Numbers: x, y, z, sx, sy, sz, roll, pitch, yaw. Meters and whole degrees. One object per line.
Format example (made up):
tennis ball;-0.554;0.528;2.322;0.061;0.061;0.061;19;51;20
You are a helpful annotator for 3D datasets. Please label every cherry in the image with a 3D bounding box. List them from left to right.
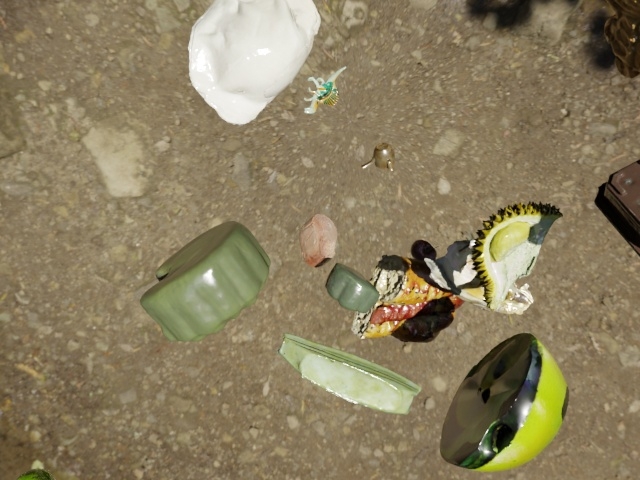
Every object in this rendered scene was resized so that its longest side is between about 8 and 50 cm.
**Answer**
cherry;0.405;0.050;1.898;0.087;0.126;0.106;-43;61;-7

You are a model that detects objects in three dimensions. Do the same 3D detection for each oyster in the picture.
oyster;0.474;0.115;1.482;0.276;0.100;0.270;-13;65;8

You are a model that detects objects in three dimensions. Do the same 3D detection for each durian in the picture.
durian;0.477;0.026;1.256;0.167;0.172;0.306;26;101;19

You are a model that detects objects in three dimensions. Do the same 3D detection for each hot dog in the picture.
hot dog;0.351;0.232;1.782;0.366;0.196;0.367;7;126;-27

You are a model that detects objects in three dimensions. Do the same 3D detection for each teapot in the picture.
teapot;0.180;-0.249;1.505;0.111;0.085;0.080;-21;135;-2

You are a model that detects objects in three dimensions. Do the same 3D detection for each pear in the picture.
pear;0.495;0.443;1.261;0.165;0.399;0.398;33;104;4

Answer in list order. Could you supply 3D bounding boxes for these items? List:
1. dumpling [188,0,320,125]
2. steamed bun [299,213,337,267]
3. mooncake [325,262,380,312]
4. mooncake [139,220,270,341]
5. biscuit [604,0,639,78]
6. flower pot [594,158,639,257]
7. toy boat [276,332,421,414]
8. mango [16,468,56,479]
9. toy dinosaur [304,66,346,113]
dumpling;-0.168;-0.480;1.188;0.260;0.181;0.341;37;111;-24
steamed bun;0.000;0.000;1.702;0.107;0.145;0.174;5;63;-29
mooncake;0.098;0.147;1.491;0.169;0.175;0.104;27;100;5
mooncake;-0.296;0.105;1.298;0.352;0.351;0.187;-32;108;10
biscuit;0.568;-0.403;0.838;0.044;0.202;0.288;-28;136;-7
flower pot;0.727;-0.082;1.049;0.179;0.250;0.084;-31;140;15
toy boat;0.052;0.266;0.943;0.293;0.055;0.093;23;102;0
mango;-0.333;0.318;0.565;0.056;0.108;0.073;-31;135;1
toy dinosaur;0.020;-0.473;1.535;0.188;0.044;0.106;-25;86;-18
